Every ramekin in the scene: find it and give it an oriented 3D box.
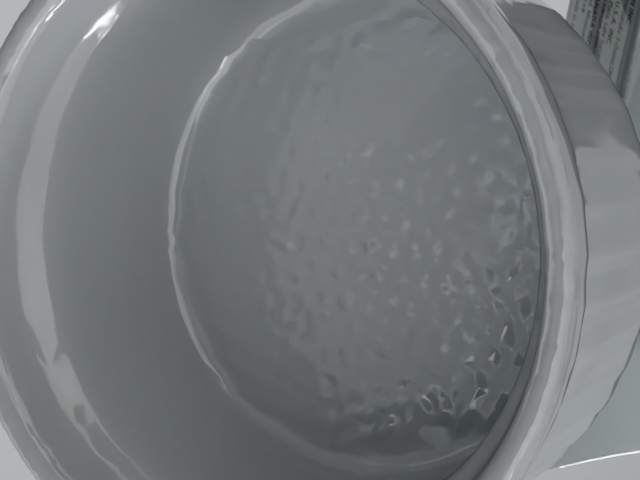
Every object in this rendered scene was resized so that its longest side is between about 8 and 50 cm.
[{"bbox_3d":[0.000,0.000,0.727,0.277,0.277,0.135,-46,162,26],"label":"ramekin"}]

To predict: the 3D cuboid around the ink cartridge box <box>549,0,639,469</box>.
[{"bbox_3d":[0.212,-0.029,0.881,0.060,0.239,0.275,45,-47,50],"label":"ink cartridge box"}]
